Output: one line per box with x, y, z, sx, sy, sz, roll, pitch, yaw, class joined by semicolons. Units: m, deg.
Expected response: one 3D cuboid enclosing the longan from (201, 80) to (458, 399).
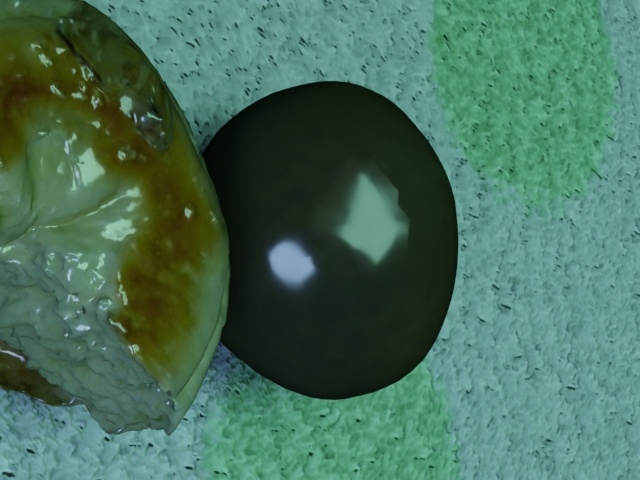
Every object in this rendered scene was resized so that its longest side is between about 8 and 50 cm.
0.000;0.000;1.075;0.196;0.196;0.220;-1;90;-45;longan

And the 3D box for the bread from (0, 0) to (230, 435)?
-0.177;-0.044;0.920;0.314;0.171;0.192;45;53;-32;bread
